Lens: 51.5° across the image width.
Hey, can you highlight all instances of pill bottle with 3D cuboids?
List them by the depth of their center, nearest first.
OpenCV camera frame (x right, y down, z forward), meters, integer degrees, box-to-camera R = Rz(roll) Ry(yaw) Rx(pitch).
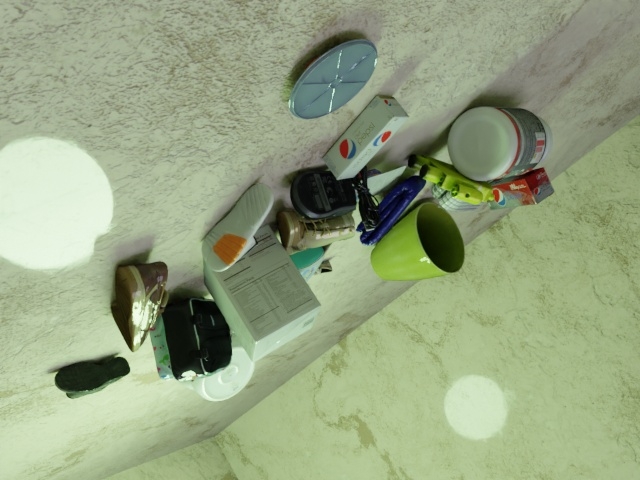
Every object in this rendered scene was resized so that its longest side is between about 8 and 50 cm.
[{"bbox_3d":[0.551,-0.293,1.987,0.362,0.210,0.210,-12,153,-50],"label":"pill bottle"}]

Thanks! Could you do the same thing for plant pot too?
[{"bbox_3d":[0.335,0.037,2.471,0.293,0.275,0.274,-27,172,42],"label":"plant pot"}]

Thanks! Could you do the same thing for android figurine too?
[{"bbox_3d":[0.391,-0.178,1.946,0.272,0.248,0.056,16,111,-27],"label":"android figurine"}]

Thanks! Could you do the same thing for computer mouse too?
[{"bbox_3d":[0.022,-0.105,1.643,0.272,0.189,0.072,-7,169,-42],"label":"computer mouse"}]

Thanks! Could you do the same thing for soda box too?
[{"bbox_3d":[0.103,-0.238,1.547,0.073,0.069,0.216,-13,154,-51],"label":"soda box"},{"bbox_3d":[0.630,-0.164,2.143,0.083,0.092,0.263,-30,-173,-16],"label":"soda box"}]

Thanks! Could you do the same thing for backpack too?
[{"bbox_3d":[-0.350,0.274,1.844,0.191,0.225,0.253,-16,173,16],"label":"backpack"}]

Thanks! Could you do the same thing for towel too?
[{"bbox_3d":[0.211,-0.102,1.984,0.228,0.076,0.308,-52,175,17],"label":"towel"},{"bbox_3d":[0.541,-0.220,2.333,0.235,0.121,0.283,-46,158,29],"label":"towel"}]

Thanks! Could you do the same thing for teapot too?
[{"bbox_3d":[-0.354,0.402,2.261,0.256,0.187,0.253,13,104,-46],"label":"teapot"}]

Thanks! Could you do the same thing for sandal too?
[{"bbox_3d":[-0.176,-0.025,1.552,0.265,0.102,0.076,-46,157,27],"label":"sandal"}]

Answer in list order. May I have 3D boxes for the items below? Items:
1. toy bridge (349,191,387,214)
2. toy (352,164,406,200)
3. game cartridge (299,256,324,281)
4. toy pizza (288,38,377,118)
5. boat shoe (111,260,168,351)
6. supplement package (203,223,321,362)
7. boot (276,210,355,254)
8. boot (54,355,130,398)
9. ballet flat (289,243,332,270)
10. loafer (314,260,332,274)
[{"bbox_3d":[0.127,-0.111,1.949,0.188,0.026,0.063,-43,126,-27],"label":"toy bridge"},{"bbox_3d":[0.105,-0.153,1.804,0.237,0.056,0.137,-23,164,-18],"label":"toy"},{"bbox_3d":[-0.108,0.122,2.164,0.198,0.062,0.297,-15,155,-38],"label":"game cartridge"},{"bbox_3d":[0.020,-0.309,1.263,0.201,0.032,0.201,-31,162,-12],"label":"toy pizza"},{"bbox_3d":[-0.415,0.154,1.572,0.123,0.123,0.342,-23,153,-30],"label":"boat shoe"},{"bbox_3d":[-0.159,0.141,1.753,0.198,0.263,0.199,-28,162,-20],"label":"supplement package"},{"bbox_3d":[-0.008,-0.036,1.754,0.203,0.095,0.262,-14,165,-5],"label":"boot"},{"bbox_3d":[-0.665,0.406,1.862,0.161,0.084,0.246,-36,163,26],"label":"boot"},{"bbox_3d":[0.000,0.000,2.000,0.248,0.086,0.086,-39,163,11],"label":"ballet flat"},{"bbox_3d":[-0.003,0.102,2.319,0.125,0.039,0.045,-15,156,-47],"label":"loafer"}]
